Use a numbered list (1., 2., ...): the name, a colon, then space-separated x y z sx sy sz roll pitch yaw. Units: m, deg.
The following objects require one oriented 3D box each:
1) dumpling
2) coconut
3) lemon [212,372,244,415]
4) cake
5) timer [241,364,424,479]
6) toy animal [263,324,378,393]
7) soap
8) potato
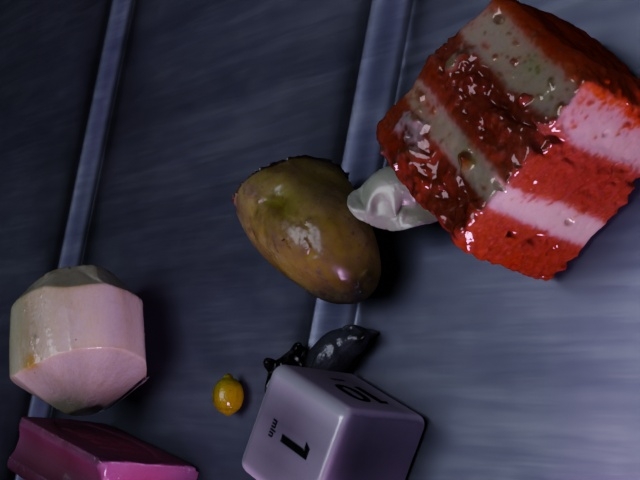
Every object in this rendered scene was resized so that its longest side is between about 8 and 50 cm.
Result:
1. dumpling: 0.140 -0.062 1.732 0.134 0.169 0.099 -117 34 -41
2. coconut: -0.511 0.220 2.237 0.323 0.323 0.322 -15 69 44
3. lemon: -0.179 0.298 2.031 0.062 0.062 0.083 -18 69 43
4. cake: 0.288 -0.153 1.503 0.319 0.270 0.269 -52 47 22
5. timer: 0.019 0.331 1.712 0.195 0.192 0.194 24 97 48
6. toy animal: 0.011 0.221 1.831 0.210 0.121 0.117 -22 83 35
7. soap: -0.453 0.468 2.152 0.360 0.233 0.128 10 85 48
8. potato: 0.000 0.000 1.813 0.229 0.229 0.266 -54 43 22
